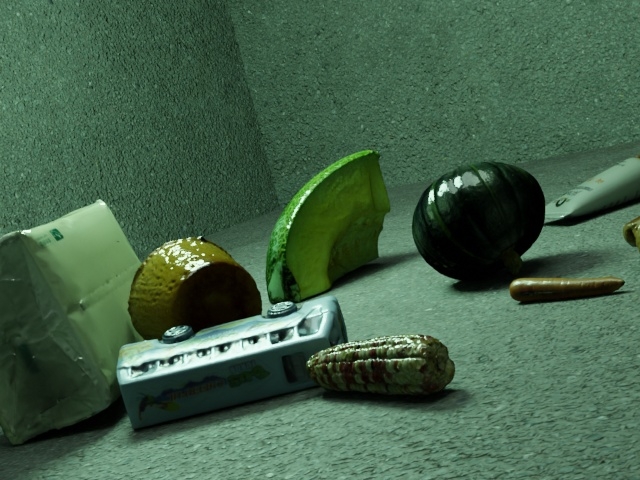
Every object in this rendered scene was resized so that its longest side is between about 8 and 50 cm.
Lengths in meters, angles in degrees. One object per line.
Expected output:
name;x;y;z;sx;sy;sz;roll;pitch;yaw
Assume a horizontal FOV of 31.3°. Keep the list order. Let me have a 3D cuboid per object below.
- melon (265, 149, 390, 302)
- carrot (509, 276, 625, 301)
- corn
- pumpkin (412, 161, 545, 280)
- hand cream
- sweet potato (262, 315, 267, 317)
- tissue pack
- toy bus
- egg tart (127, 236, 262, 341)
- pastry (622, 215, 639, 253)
melon;0.000;0.000;2.419;0.343;0.226;0.331;-20;-30;-45
carrot;0.371;0.073;1.722;0.190;0.037;0.037;-4;12;39
corn;0.071;0.162;1.451;0.079;0.079;0.237;-20;4;-40
pumpkin;0.289;-0.027;2.021;0.250;0.216;0.250;-33;-18;-12
hand cream;0.611;-0.102;2.483;0.314;0.089;0.139;-25;9;-20
sweet potato;-0.088;0.152;1.829;0.077;0.077;0.243;-17;10;-20
tissue pack;-0.410;0.115;1.813;0.207;0.297;0.380;-25;7;11
toy bus;-0.122;0.174;1.622;0.329;0.109;0.136;-14;16;2
egg tart;-0.181;0.095;1.769;0.202;0.203;0.147;-18;9;-26
pastry;0.585;-0.022;1.756;0.229;0.100;0.218;-18;2;14
